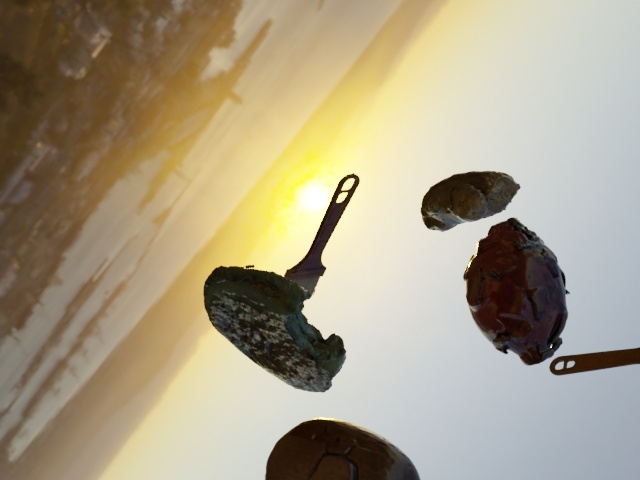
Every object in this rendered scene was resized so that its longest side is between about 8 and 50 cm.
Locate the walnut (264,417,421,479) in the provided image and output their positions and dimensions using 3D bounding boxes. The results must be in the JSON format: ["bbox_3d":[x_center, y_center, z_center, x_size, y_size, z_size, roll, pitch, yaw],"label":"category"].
[{"bbox_3d":[0.047,0.393,1.511,0.203,0.298,0.203,-23,116,-61],"label":"walnut"}]

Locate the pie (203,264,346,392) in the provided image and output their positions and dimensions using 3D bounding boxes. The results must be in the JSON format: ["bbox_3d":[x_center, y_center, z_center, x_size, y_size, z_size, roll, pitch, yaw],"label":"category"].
[{"bbox_3d":[-0.085,0.152,1.626,0.067,0.302,0.302,-48,-179,-29],"label":"pie"}]

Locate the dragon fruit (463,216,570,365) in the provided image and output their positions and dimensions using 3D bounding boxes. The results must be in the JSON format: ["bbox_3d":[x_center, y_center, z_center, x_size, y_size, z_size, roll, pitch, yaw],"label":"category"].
[{"bbox_3d":[0.439,0.119,2.093,0.250,0.315,0.250,-32,-176,2],"label":"dragon fruit"}]

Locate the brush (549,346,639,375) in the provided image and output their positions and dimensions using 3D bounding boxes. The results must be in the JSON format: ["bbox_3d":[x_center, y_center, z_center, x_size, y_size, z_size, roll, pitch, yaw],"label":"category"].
[{"bbox_3d":[0.515,0.198,1.571,0.272,0.013,0.103,-13,-141,33],"label":"brush"}]

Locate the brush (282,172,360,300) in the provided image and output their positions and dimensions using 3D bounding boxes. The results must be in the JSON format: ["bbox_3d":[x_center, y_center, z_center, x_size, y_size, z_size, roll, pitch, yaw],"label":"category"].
[{"bbox_3d":[0.000,0.000,1.675,0.090,0.017,0.314,-6,136,-36],"label":"brush"}]

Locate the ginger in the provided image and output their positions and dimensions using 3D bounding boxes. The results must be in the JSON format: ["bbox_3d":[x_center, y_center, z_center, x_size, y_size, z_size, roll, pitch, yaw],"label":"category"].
[{"bbox_3d":[0.221,-0.066,1.386,0.115,0.081,0.205,-49,-166,-12],"label":"ginger"}]
